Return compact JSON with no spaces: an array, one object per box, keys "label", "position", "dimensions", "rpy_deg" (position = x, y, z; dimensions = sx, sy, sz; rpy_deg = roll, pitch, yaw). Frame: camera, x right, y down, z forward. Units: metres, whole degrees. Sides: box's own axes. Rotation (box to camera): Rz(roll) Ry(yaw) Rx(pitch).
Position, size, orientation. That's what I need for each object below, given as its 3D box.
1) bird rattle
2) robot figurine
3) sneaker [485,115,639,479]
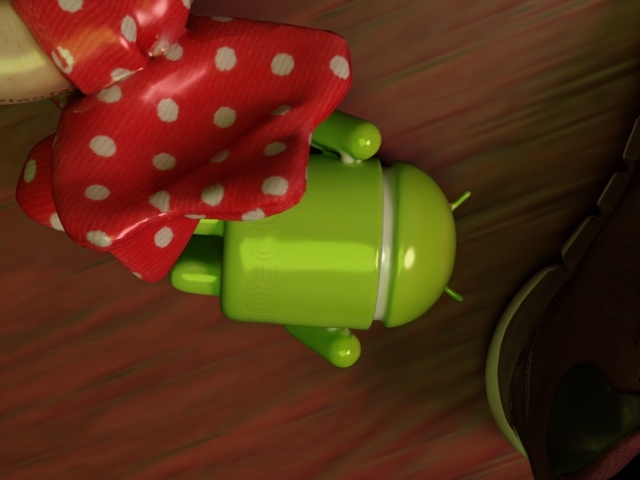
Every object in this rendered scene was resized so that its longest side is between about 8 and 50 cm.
[{"label":"bird rattle","position":[-0.108,-0.105,0.536],"dimensions":[0.254,0.143,0.207],"rpy_deg":[12,85,1]},{"label":"robot figurine","position":[0.000,0.000,0.624],"dimensions":[0.115,0.067,0.101],"rpy_deg":[3,109,-3]},{"label":"sneaker","position":[0.160,0.001,0.577],"dimensions":[0.106,0.162,0.281],"rpy_deg":[21,112,-10]}]
